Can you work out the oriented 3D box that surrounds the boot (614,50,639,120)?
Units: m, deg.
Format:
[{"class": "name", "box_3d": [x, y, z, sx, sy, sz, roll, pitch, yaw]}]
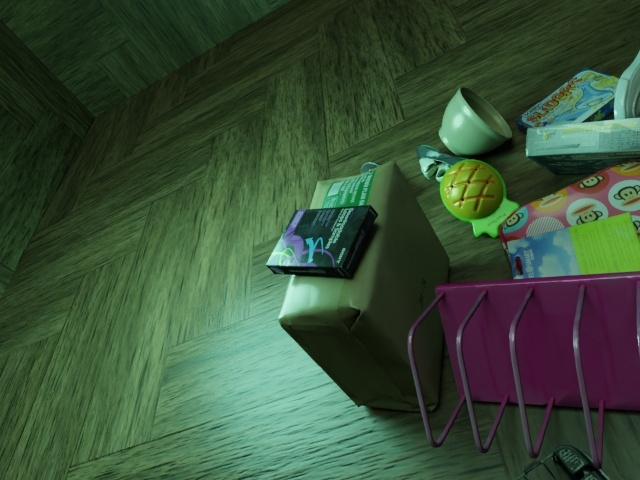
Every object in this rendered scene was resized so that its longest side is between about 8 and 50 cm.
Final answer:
[{"class": "boot", "box_3d": [0.686, -0.323, 1.036, 0.123, 0.095, 0.258, 7, 55, 50]}]

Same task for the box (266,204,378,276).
[{"class": "box", "box_3d": [0.000, 0.000, 0.806, 0.162, 0.029, 0.116, -1, 53, 42]}]

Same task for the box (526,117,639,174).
[{"class": "box", "box_3d": [0.518, -0.166, 0.946, 0.231, 0.183, 0.056, 3, 86, 41]}]

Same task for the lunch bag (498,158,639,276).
[{"class": "lunch bag", "box_3d": [0.467, 0.018, 0.849, 0.293, 0.120, 0.258, -25, 41, 15]}]

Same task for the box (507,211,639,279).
[{"class": "box", "box_3d": [0.384, 0.031, 0.788, 0.178, 0.042, 0.109, -16, 48, 26]}]

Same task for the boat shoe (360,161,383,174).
[{"class": "boat shoe", "box_3d": [0.153, -0.161, 1.317, 0.075, 0.065, 0.206, -38, 38, 1]}]

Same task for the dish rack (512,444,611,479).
[{"class": "dish rack", "box_3d": [0.279, 0.405, 0.652, 0.271, 0.074, 0.208, -37, 37, 4]}]

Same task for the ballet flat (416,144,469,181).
[{"class": "ballet flat", "box_3d": [0.283, -0.173, 1.227, 0.074, 0.074, 0.203, -47, 41, -11]}]

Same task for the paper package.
[{"class": "paper package", "box_3d": [0.097, 0.082, 0.922, 0.168, 0.309, 0.325, -10, 45, 30]}]

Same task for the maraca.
[{"class": "maraca", "box_3d": [0.329, -0.090, 1.089, 0.127, 0.099, 0.186, -38, 63, 13]}]

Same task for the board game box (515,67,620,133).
[{"class": "board game box", "box_3d": [0.560, -0.294, 1.156, 0.201, 0.035, 0.136, -38, 38, 0]}]

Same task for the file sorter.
[{"class": "file sorter", "box_3d": [0.291, 0.176, 0.709, 0.290, 0.202, 0.182, -7, 14, 33]}]

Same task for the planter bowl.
[{"class": "planter bowl", "box_3d": [0.345, -0.260, 1.212, 0.109, 0.162, 0.162, -46, 30, 34]}]
